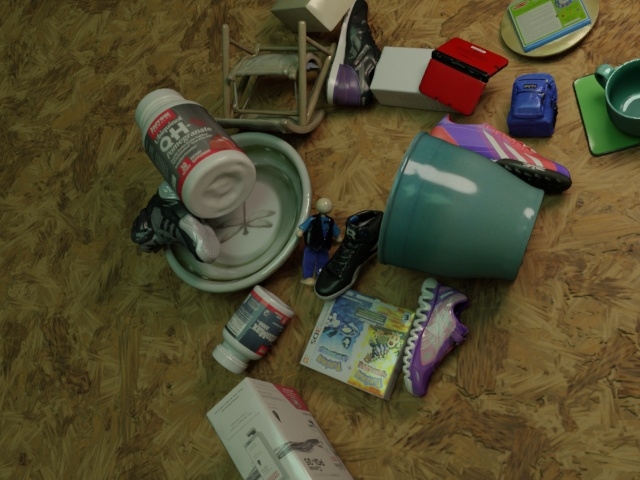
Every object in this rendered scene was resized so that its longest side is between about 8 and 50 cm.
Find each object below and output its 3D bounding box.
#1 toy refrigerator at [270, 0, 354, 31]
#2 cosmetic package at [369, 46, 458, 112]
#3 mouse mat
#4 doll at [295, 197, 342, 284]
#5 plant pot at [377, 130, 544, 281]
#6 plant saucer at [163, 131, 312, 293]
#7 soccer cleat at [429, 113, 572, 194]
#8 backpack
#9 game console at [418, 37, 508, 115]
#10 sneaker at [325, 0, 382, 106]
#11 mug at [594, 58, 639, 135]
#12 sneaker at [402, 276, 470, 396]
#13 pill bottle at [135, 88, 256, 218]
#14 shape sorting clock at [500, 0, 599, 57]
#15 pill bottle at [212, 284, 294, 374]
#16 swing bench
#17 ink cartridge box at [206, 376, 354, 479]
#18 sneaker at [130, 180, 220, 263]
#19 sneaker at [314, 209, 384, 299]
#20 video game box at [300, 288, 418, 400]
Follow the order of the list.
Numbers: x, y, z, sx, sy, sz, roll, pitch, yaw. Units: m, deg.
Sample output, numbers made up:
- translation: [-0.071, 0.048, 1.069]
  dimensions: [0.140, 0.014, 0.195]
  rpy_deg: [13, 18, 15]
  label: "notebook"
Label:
- translation: [-0.021, -0.575, 1.680]
  dimensions: [0.102, 0.094, 0.269]
  rpy_deg: [-53, 27, -1]
  label: "toy refrigerator"
- translation: [0.241, -0.361, 1.540]
  dimensions: [0.231, 0.085, 0.117]
  rpy_deg: [14, 77, 31]
  label: "cosmetic package"
- translation: [0.601, -0.267, 1.372]
  dimensions: [0.153, 0.007, 0.189]
  rpy_deg: [-14, 64, 21]
  label: "mouse mat"
- translation: [0.000, 0.000, 1.495]
  dimensions: [0.046, 0.129, 0.188]
  rpy_deg: [11, 98, 50]
  label: "doll"
- translation: [0.275, -0.044, 1.305]
  dimensions: [0.255, 0.271, 0.271]
  rpy_deg: [19, 79, 16]
  label: "plant pot"
- translation: [-0.187, -0.058, 1.618]
  dimensions: [0.401, 0.100, 0.400]
  rpy_deg: [-9, 67, 22]
  label: "plant saucer"
- translation: [0.364, -0.182, 1.399]
  dimensions: [0.318, 0.108, 0.116]
  rpy_deg: [20, 76, 33]
  label: "soccer cleat"
- translation: [0.439, -0.286, 1.404]
  dimensions: [0.098, 0.101, 0.120]
  rpy_deg: [8, 70, 21]
  label: "backpack"
- translation: [0.301, -0.349, 1.448]
  dimensions: [0.144, 0.085, 0.124]
  rpy_deg: [35, 57, 29]
  label: "game console"
- translation: [0.102, -0.445, 1.648]
  dimensions: [0.124, 0.107, 0.283]
  rpy_deg: [11, 75, 9]
  label: "sneaker"
- translation: [0.611, -0.277, 1.309]
  dimensions: [0.130, 0.097, 0.157]
  rpy_deg: [-18, 63, 20]
  label: "mug"
- translation: [0.229, 0.190, 1.327]
  dimensions: [0.105, 0.095, 0.236]
  rpy_deg: [11, 75, 21]
  label: "sneaker"
- translation: [-0.298, -0.210, 1.570]
  dimensions: [0.176, 0.176, 0.318]
  rpy_deg: [-44, 58, 4]
  label: "pill bottle"
- translation: [0.496, -0.484, 1.487]
  dimensions: [0.206, 0.040, 0.206]
  rpy_deg: [-11, 67, 26]
  label: "shape sorting clock"
- translation: [-0.150, 0.198, 1.495]
  dimensions: [0.108, 0.108, 0.180]
  rpy_deg: [37, 90, 32]
  label: "pill bottle"
- translation: [-0.121, -0.380, 1.664]
  dimensions: [0.254, 0.165, 0.254]
  rpy_deg: [10, 90, 32]
  label: "swing bench"
- translation: [-0.061, 0.416, 1.308]
  dimensions: [0.117, 0.207, 0.283]
  rpy_deg: [-44, 59, 7]
  label: "ink cartridge box"
- translation: [-0.335, -0.008, 1.558]
  dimensions: [0.153, 0.101, 0.268]
  rpy_deg: [-43, 53, 6]
  label: "sneaker"
- translation: [0.055, 0.017, 1.429]
  dimensions: [0.079, 0.121, 0.217]
  rpy_deg: [34, 71, 32]
  label: "sneaker"
- translation: [0.081, 0.206, 1.416]
  dimensions: [0.205, 0.048, 0.187]
  rpy_deg: [16, 80, 30]
  label: "video game box"
